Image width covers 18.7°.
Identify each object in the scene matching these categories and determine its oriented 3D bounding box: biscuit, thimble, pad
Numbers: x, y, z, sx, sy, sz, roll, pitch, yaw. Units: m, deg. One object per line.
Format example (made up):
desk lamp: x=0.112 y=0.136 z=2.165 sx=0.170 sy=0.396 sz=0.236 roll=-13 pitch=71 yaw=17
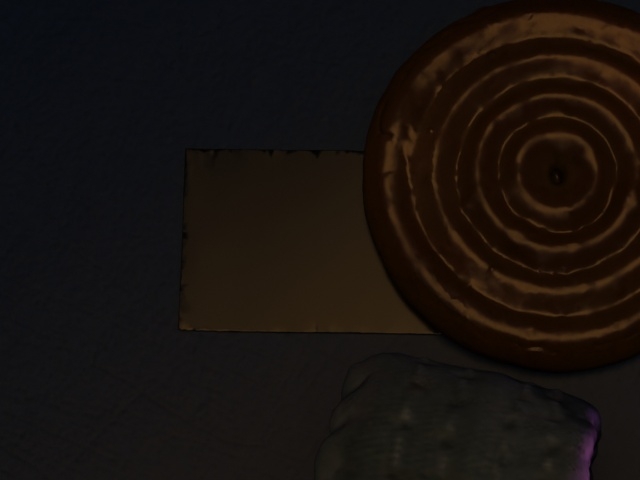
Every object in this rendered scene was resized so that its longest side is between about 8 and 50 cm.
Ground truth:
biscuit: x=0.154 y=-0.043 z=1.282 sx=0.262 sy=0.037 sz=0.262 roll=-1 pitch=76 yaw=5
thimble: x=0.064 y=0.194 z=1.143 sx=0.172 sy=0.205 sz=0.250 roll=12 pitch=71 yaw=8
pad: x=0.000 y=0.000 z=1.304 sx=0.190 sy=0.004 sz=0.127 roll=1 pitch=76 yaw=5
